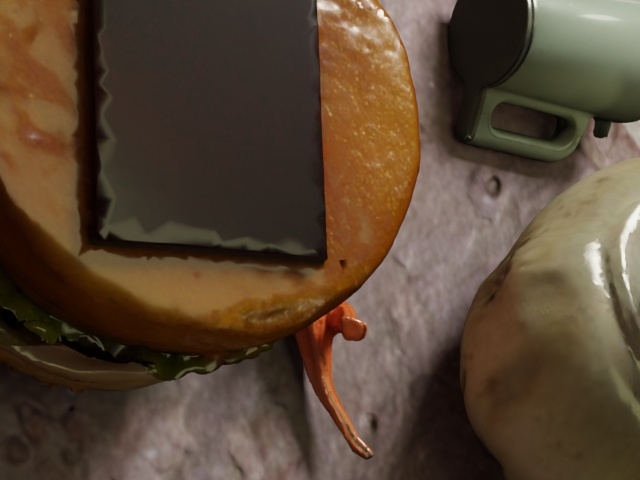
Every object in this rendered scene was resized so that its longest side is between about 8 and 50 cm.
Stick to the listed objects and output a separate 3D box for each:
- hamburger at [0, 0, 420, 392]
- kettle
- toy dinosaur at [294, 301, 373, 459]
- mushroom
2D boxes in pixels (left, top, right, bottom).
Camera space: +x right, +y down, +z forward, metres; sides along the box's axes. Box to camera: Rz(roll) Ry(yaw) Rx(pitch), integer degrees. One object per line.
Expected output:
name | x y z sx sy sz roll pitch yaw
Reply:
hamburger | -0.101 -0.050 0.994 0.291 0.225 0.291 9 72 -31
kettle | 0.168 -0.133 1.337 0.148 0.127 0.098 6 44 -36
toy dinosaur | -0.006 0.000 1.161 0.055 0.101 0.280 -5 91 -17
mushroom | 0.263 0.058 1.193 0.314 0.336 0.314 6 65 -14
